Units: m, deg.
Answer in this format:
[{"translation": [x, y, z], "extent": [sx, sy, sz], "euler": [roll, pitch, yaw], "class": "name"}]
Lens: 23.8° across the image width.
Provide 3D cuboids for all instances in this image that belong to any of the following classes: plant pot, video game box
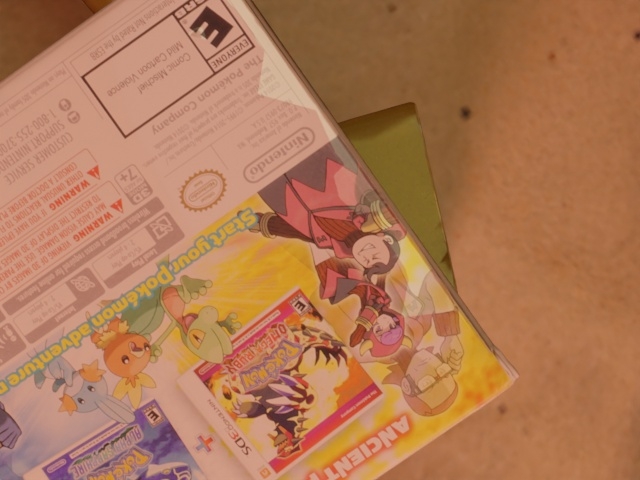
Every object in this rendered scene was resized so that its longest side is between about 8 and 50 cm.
[{"translation": [0.000, 0.000, 0.600], "extent": [0.083, 0.081, 0.081], "euler": [-10, 81, -7], "class": "plant pot"}, {"translation": [-0.067, 0.029, 0.535], "extent": [0.205, 0.048, 0.187], "euler": [-34, 94, 4], "class": "video game box"}]

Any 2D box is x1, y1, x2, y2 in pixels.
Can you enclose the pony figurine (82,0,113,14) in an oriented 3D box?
[{"translation": [-0.203, -0.272, 0.518], "extent": [0.364, 0.303, 0.350], "euler": [18, 81, -29], "class": "pony figurine"}]
